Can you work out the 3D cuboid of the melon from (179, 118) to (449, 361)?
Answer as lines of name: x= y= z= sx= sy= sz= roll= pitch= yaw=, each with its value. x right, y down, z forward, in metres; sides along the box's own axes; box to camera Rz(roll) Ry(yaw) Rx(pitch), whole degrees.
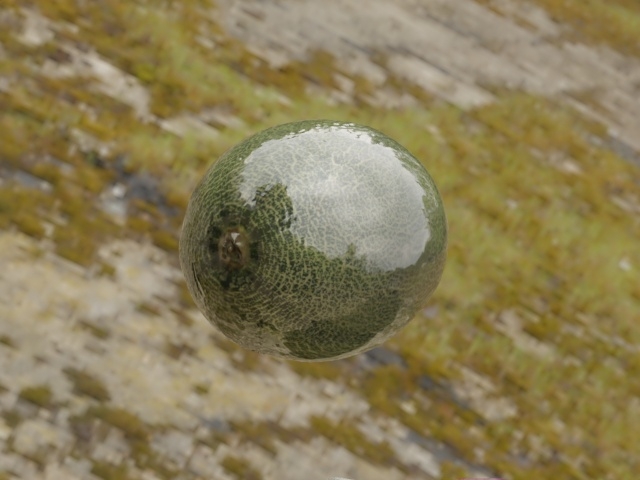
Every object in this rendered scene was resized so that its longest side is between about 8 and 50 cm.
melon: x=0.000 y=0.000 z=0.653 sx=0.098 sy=0.098 sz=0.131 roll=38 pitch=17 yaw=25

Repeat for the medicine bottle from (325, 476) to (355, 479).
medicine bottle: x=0.157 y=0.241 z=0.743 sx=0.372 sy=0.211 sz=0.211 roll=15 pitch=22 yaw=-11

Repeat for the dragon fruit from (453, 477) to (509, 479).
dragon fruit: x=0.035 y=0.163 z=0.404 sx=0.147 sy=0.211 sz=0.282 roll=-12 pitch=0 yaw=-28
